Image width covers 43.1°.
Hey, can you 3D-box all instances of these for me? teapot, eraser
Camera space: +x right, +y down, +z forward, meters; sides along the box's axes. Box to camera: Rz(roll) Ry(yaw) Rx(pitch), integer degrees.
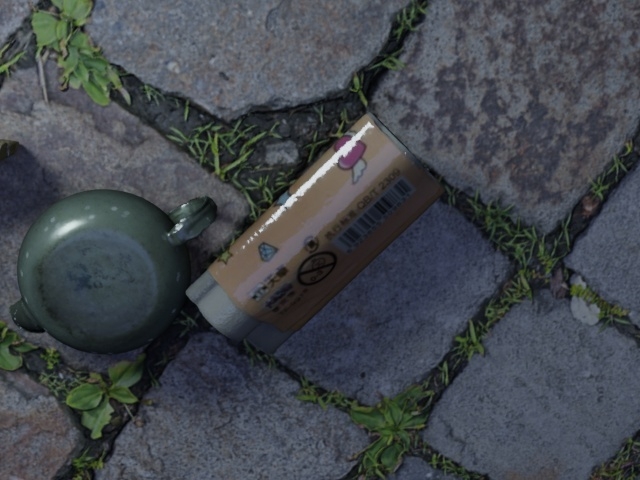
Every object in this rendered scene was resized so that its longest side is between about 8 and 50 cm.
[{"bbox_3d":[-0.246,0.033,0.938,0.294,0.129,0.193,-31,109,2],"label":"teapot"},{"bbox_3d":[0.000,0.000,0.941,0.290,0.087,0.171,-44,144,8],"label":"eraser"}]

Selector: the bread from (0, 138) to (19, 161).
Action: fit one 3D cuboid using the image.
[{"bbox_3d":[-0.422,-0.068,0.908,0.152,0.077,0.105,5,104,-5],"label":"bread"}]
